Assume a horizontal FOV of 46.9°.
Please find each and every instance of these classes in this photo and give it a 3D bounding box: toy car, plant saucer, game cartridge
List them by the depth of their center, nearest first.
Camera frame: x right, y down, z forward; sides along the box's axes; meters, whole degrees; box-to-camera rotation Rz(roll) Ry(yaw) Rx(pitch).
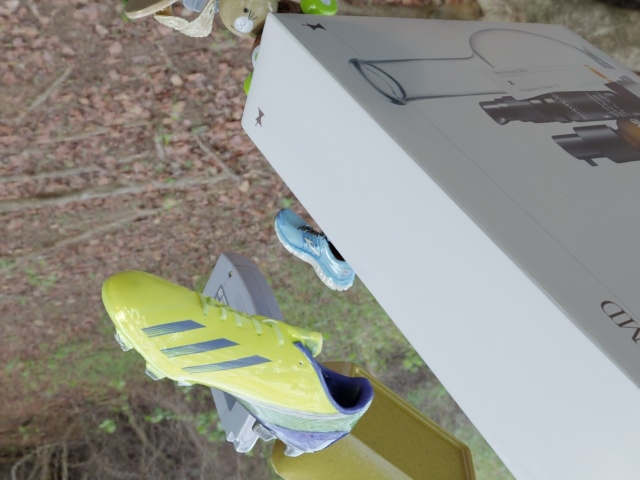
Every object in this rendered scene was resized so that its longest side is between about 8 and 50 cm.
[{"bbox_3d":[0.107,0.308,1.046,0.081,0.333,0.333,-52,-177,13],"label":"plant saucer"},{"bbox_3d":[-0.100,-0.319,1.065,0.188,0.148,0.155,30,141,-23],"label":"toy car"},{"bbox_3d":[-0.130,0.165,1.210,0.062,0.297,0.198,13,122,-34],"label":"game cartridge"}]

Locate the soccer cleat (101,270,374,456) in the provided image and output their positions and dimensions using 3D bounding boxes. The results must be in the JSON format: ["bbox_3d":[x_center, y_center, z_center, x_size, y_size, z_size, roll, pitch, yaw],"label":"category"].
[{"bbox_3d":[-0.067,0.099,0.682,0.121,0.093,0.289,-40,121,17],"label":"soccer cleat"}]

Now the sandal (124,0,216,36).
[{"bbox_3d":[-0.142,-0.273,0.837,0.088,0.240,0.079,-11,126,16],"label":"sandal"}]

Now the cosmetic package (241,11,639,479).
[{"bbox_3d":[0.162,-0.011,0.450,0.285,0.377,0.097,-11,136,-32],"label":"cosmetic package"}]

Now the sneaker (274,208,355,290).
[{"bbox_3d":[0.000,0.000,1.144,0.063,0.162,0.073,-34,160,-50],"label":"sneaker"}]
